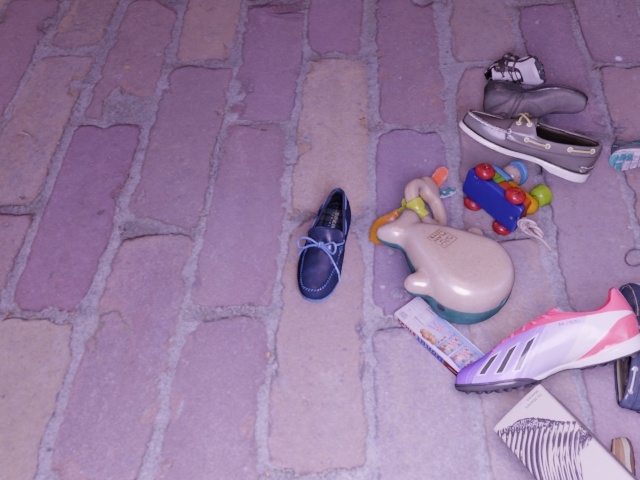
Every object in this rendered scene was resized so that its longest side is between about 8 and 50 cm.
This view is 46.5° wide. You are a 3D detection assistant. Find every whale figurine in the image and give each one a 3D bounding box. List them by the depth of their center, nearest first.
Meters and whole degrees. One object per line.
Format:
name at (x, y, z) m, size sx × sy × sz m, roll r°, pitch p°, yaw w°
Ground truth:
whale figurine at (0.229, 0.051, 1.403) m, size 0.272 × 0.141 × 0.216 m, roll 35°, pitch 54°, yaw 28°

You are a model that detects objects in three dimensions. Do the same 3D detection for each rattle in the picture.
rattle at (0.200, -0.069, 1.581) m, size 0.130 × 0.143 × 0.200 m, roll 34°, pitch 36°, yaw -10°

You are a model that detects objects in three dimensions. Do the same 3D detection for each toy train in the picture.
toy train at (0.425, -0.072, 1.534) m, size 0.143 × 0.105 × 0.248 m, roll -21°, pitch 51°, yaw -31°

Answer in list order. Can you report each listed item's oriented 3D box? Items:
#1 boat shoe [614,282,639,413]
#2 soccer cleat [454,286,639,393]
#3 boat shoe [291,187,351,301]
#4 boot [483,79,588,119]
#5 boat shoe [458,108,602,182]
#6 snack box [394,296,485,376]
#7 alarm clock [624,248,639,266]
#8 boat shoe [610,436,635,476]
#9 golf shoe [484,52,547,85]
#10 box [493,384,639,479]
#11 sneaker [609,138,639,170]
boat shoe at (0.544, 0.182, 1.311) m, size 0.079 × 0.095 × 0.254 m, roll 10°, pitch 59°, yaw -3°
soccer cleat at (0.372, 0.177, 1.260) m, size 0.318 × 0.108 × 0.116 m, roll -19°, pitch 84°, yaw 14°
boat shoe at (0.000, 0.000, 1.494) m, size 0.109 × 0.089 × 0.258 m, roll 3°, pitch 50°, yaw 6°
boot at (0.489, -0.279, 1.727) m, size 0.246 × 0.083 × 0.161 m, roll 7°, pitch 63°, yaw 9°
boat shoe at (0.452, -0.225, 1.607) m, size 0.305 × 0.091 × 0.109 m, roll 22°, pitch 33°, yaw 2°
snack box at (0.219, 0.178, 1.375) m, size 0.064 × 0.022 × 0.178 m, roll -32°, pitch 55°, yaw -23°
alarm clock at (0.681, 0.007, 1.435) m, size 0.192 × 0.064 × 0.129 m, roll -25°, pitch 54°, yaw 28°
boat shoe at (0.451, 0.393, 1.156) m, size 0.072 × 0.068 × 0.190 m, roll -1°, pitch 48°, yaw 21°
golf shoe at (0.468, -0.398, 1.792) m, size 0.094 × 0.077 × 0.198 m, roll -28°, pitch 20°, yaw -6°
box at (0.396, 0.354, 1.118) m, size 0.113 × 0.094 × 0.275 m, roll -47°, pitch 44°, yaw 5°
sneaker at (0.720, -0.196, 1.639) m, size 0.166 × 0.065 × 0.076 m, roll 6°, pitch 46°, yaw 6°
